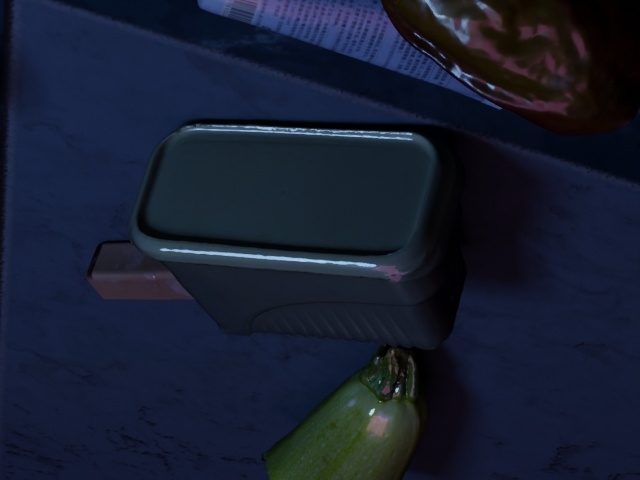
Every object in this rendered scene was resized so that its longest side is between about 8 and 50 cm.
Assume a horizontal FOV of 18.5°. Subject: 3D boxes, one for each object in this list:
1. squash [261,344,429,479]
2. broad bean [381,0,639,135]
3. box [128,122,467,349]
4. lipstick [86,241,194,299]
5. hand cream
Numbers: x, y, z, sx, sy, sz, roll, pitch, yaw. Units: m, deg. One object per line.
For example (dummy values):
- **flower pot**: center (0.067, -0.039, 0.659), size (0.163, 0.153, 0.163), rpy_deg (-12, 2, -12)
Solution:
- **squash**: center (0.049, 0.194, 1.909), size (0.137, 0.137, 0.287), rpy_deg (24, 146, -11)
- **broad bean**: center (0.129, -0.160, 1.318), size (0.228, 0.156, 0.122), rpy_deg (36, 109, -6)
- **box**: center (0.000, 0.000, 1.636), size (0.274, 0.138, 0.178), rpy_deg (5, 152, 23)
- **lipstick**: center (-0.142, 0.027, 1.814), size (0.145, 0.045, 0.045), rpy_deg (-2, 142, 28)
- **hand cream**: center (0.020, -0.164, 1.434), size (0.271, 0.058, 0.091), rpy_deg (17, 137, -6)
